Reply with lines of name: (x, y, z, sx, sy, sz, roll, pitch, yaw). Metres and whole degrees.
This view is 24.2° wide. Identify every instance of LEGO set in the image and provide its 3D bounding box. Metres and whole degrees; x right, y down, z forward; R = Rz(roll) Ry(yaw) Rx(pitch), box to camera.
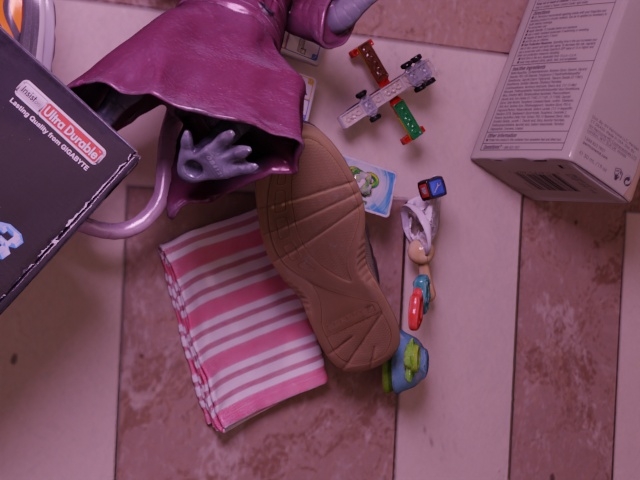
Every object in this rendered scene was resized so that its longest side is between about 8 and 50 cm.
LEGO set: (0.023, -0.121, 1.508, 0.244, 0.060, 0.182, 17, 78, -21)

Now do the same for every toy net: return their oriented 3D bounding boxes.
toy net: (0.092, 0.039, 1.539, 0.122, 0.045, 0.232, 54, 40, -70)

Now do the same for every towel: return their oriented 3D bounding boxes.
towel: (-0.071, 0.073, 1.458, 0.144, 0.029, 0.197, -23, 105, -33)

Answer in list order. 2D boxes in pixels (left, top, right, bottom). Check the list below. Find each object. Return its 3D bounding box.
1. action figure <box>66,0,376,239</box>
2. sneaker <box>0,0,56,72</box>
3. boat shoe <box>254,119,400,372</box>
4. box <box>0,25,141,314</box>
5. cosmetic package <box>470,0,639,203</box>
action figure: (-0.075, -0.178, 1.352, 0.248, 0.276, 0.370, 30, 47, -10)
sneaker: (-0.317, -0.137, 1.216, 0.180, 0.124, 0.321, 1, 83, -26)
boat shoe: (0.000, 0.000, 1.434, 0.103, 0.092, 0.285, -25, 124, -2)
box: (-0.340, -0.053, 1.118, 0.295, 0.073, 0.293, 44, 77, -10)
cosmetic package: (0.298, -0.203, 1.627, 0.113, 0.160, 0.309, 31, 76, -34)
